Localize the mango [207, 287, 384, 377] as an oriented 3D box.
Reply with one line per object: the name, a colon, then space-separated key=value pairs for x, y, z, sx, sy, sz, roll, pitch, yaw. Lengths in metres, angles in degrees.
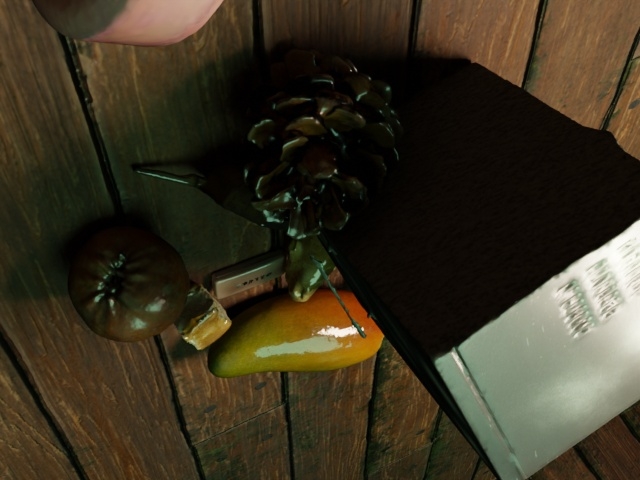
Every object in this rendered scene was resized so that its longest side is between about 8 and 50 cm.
mango: x=-0.033 y=0.145 z=1.546 sx=0.289 sy=0.129 sz=0.146 roll=-5 pitch=156 yaw=-30

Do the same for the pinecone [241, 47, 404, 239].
pinecone: x=-0.006 y=-0.106 z=1.112 sx=0.204 sy=0.184 sz=0.179 roll=-54 pitch=170 yaw=-38

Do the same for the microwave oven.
microwave oven: x=0.209 y=0.012 z=1.183 sx=0.374 sy=0.432 sz=0.236 roll=-34 pitch=125 yaw=-4

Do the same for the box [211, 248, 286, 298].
box: x=-0.103 y=0.049 z=1.440 sx=0.115 sy=0.025 sz=0.048 roll=-20 pitch=151 yaw=-19

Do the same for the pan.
pan: x=-0.106 y=-0.064 z=1.174 sx=0.202 sy=0.128 sz=0.048 roll=10 pitch=109 yaw=-46

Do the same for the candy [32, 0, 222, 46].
candy: x=-0.141 y=-0.269 z=0.705 sx=0.094 sy=0.255 sz=0.255 roll=-5 pitch=142 yaw=-40

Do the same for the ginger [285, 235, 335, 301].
ginger: x=0.013 y=-0.007 z=1.408 sx=0.115 sy=0.081 sz=0.205 roll=-25 pitch=147 yaw=-41

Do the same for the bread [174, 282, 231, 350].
bread: x=-0.178 y=0.106 z=1.413 sx=0.070 sy=0.076 sz=0.083 roll=-41 pitch=151 yaw=-6

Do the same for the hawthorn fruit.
hawthorn fruit: x=-0.224 y=0.064 z=1.228 sx=0.149 sy=0.149 sz=0.189 roll=-36 pitch=146 yaw=8
